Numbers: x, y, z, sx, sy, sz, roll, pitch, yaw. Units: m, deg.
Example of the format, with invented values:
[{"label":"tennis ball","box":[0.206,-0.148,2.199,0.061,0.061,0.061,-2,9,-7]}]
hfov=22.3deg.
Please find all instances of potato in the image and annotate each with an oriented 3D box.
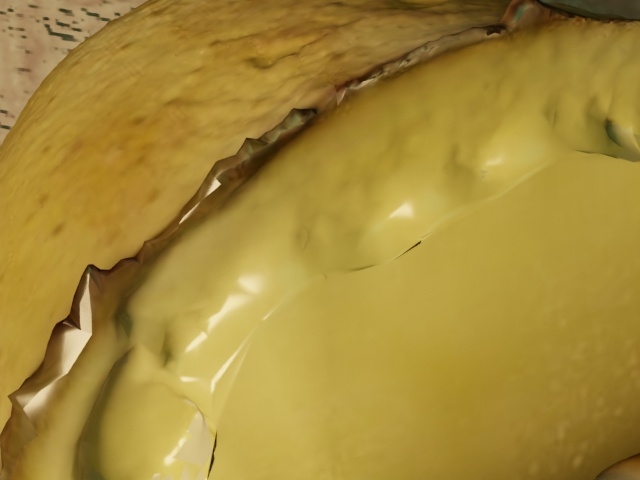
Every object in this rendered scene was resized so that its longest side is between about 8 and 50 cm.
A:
[{"label":"potato","box":[0.000,0.000,0.568,0.285,0.242,0.242,-30,65,-8]}]

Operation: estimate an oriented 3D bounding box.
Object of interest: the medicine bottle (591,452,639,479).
[{"label":"medicine bottle","box":[0.080,0.191,0.439,0.232,0.238,0.238,-21,63,-10]}]
